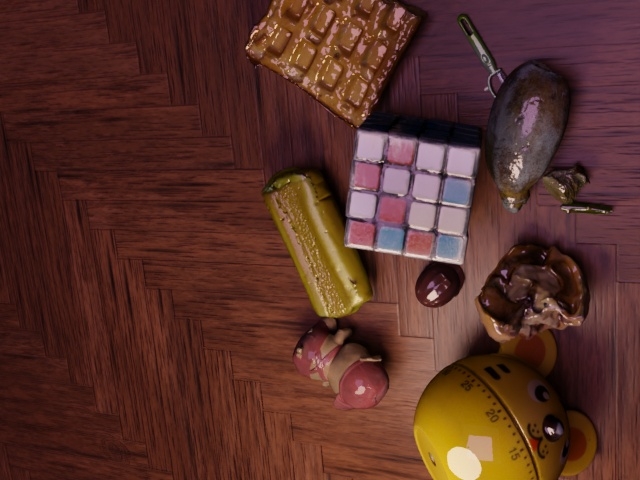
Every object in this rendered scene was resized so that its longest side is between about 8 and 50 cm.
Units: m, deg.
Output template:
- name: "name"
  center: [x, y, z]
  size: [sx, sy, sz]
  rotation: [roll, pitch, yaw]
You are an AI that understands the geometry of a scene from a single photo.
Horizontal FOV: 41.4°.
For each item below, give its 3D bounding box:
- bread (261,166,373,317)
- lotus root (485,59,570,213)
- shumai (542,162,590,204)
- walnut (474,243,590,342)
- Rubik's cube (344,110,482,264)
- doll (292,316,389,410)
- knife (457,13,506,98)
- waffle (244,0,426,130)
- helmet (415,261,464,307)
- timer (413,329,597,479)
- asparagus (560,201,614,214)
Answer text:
- name: "bread"
  center: [0.000, 0.000, 2.029]
  size: [0.166, 0.112, 0.383]
  rotation: [-21, 97, 31]
- name: "lotus root"
  center: [0.410, -0.205, 1.744]
  size: [0.158, 0.140, 0.322]
  rotation: [36, 123, 46]
- name: "shumai"
  center: [0.520, -0.129, 1.780]
  size: [0.083, 0.082, 0.080]
  rotation: [45, 81, 1]
- name: "walnut"
  center: [0.446, 0.120, 1.821]
  size: [0.238, 0.141, 0.204]
  rotation: [-11, 60, -2]
- name: "Rubik's cube"
  center: [0.197, -0.118, 1.790]
  size: [0.256, 0.259, 0.253]
  rotation: [10, 110, 7]
- name: "doll"
  center: [0.058, 0.314, 2.077]
  size: [0.256, 0.152, 0.196]
  rotation: [31, 150, 31]
- name: "knife"
  center: [0.343, -0.384, 1.804]
  size: [0.054, 0.015, 0.212]
  rotation: [-29, 93, 31]
- name: "waffle"
  center: [0.025, -0.455, 1.901]
  size: [0.348, 0.077, 0.304]
  rotation: [36, 118, 11]
- name: "helmet"
  center: [0.268, 0.105, 1.957]
  size: [0.098, 0.070, 0.123]
  rotation: [44, 120, 8]
- name: "timer"
  center: [0.408, 0.397, 1.855]
  size: [0.387, 0.376, 0.376]
  rotation: [-24, 95, -14]
- name: "asparagus"
  center: [0.565, -0.066, 1.790]
  size: [0.108, 0.021, 0.025]
  rotation: [6, 112, 23]
